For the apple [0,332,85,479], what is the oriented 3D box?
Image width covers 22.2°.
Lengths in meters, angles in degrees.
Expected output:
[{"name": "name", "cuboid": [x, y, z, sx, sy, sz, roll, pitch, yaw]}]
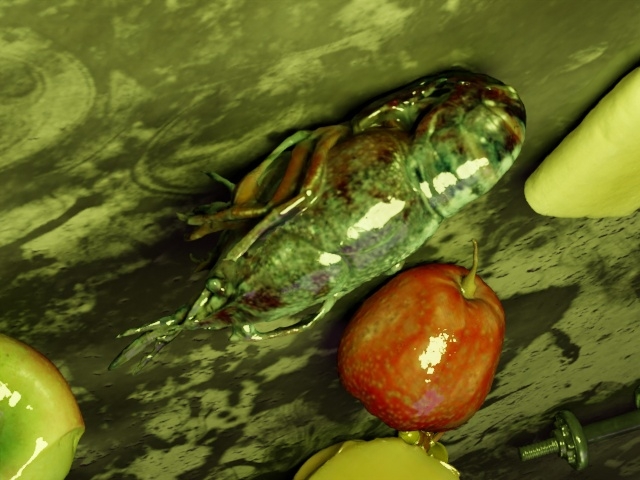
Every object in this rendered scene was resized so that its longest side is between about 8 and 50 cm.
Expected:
[{"name": "apple", "cuboid": [-0.302, 0.165, 1.343, 0.207, 0.173, 0.188, -13, 173, -21]}]

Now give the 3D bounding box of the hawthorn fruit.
[{"name": "hawthorn fruit", "cuboid": [0.113, 0.082, 1.547, 0.163, 0.162, 0.203, 15, 118, -51]}]

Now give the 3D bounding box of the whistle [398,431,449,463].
[{"name": "whistle", "cuboid": [0.128, 0.243, 1.959, 0.057, 0.046, 0.109, -10, 150, 11]}]

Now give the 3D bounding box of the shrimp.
[{"name": "shrimp", "cuboid": [0.002, -0.001, 1.273, 0.372, 0.137, 0.172, -28, 137, 11]}]

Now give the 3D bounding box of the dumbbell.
[{"name": "dumbbell", "cuboid": [0.373, 0.238, 2.088, 0.254, 0.081, 0.081, -15, 153, -10]}]

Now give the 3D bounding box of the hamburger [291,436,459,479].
[{"name": "hamburger", "cuboid": [0.047, 0.379, 1.919, 0.276, 0.276, 0.237, -11, 163, -20]}]

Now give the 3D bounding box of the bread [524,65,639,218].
[{"name": "bread", "cuboid": [0.272, -0.089, 1.405, 0.139, 0.060, 0.178, -1, 147, -38]}]
